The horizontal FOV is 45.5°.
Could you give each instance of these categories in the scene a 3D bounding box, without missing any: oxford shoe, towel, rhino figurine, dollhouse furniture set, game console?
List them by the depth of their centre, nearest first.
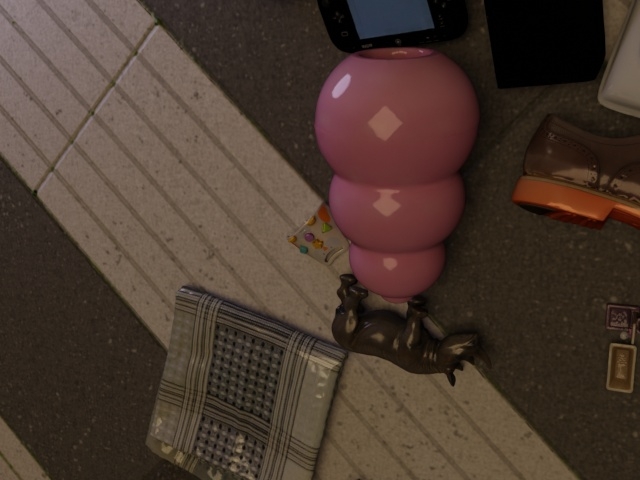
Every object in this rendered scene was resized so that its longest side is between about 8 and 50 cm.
[{"bbox_3d":[0.420,-0.061,0.889,0.364,0.130,0.132,15,88,11],"label":"oxford shoe"},{"bbox_3d":[0.401,0.147,0.957,0.091,0.081,0.114,5,102,22],"label":"dollhouse furniture set"},{"bbox_3d":[0.166,-0.289,0.964,0.362,0.044,0.213,1,122,31],"label":"game console"},{"bbox_3d":[0.124,0.135,1.079,0.244,0.073,0.106,19,110,17],"label":"rhino figurine"},{"bbox_3d":[-0.135,0.267,1.226,0.312,0.056,0.324,20,108,18],"label":"towel"}]

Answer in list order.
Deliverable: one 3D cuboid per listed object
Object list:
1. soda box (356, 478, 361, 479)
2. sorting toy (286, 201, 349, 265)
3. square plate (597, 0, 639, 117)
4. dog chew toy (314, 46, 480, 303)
[{"bbox_3d":[0.111,0.464,1.150,0.210,0.071,0.067,37,112,13],"label":"soda box"},{"bbox_3d":[0.000,0.000,1.129,0.075,0.045,0.083,41,115,-10],"label":"sorting toy"},{"bbox_3d":[0.484,-0.250,0.762,0.344,0.049,0.347,28,120,32],"label":"square plate"},{"bbox_3d":[0.100,-0.075,0.986,0.207,0.206,0.331,6,113,22],"label":"dog chew toy"}]
